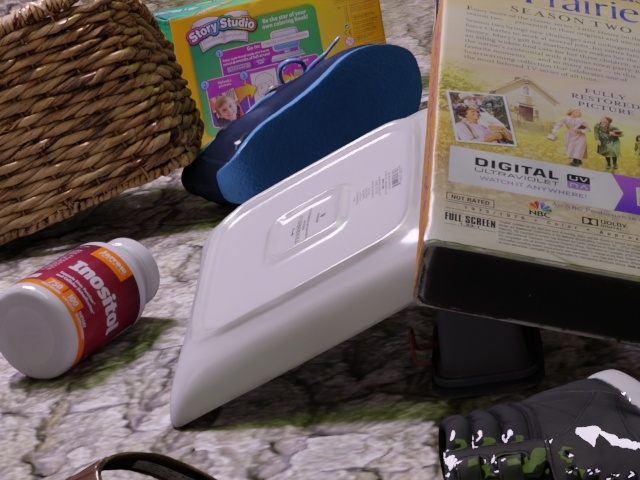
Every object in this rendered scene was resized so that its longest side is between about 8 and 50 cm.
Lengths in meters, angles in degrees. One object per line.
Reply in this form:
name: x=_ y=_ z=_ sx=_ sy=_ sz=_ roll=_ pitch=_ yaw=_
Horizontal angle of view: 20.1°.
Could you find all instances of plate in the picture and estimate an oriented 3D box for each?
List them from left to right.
plate: x=0.000 y=0.000 z=1.416 sx=0.278 sy=0.045 sz=0.277 roll=-28 pitch=23 yaw=18

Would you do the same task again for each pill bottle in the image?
pill bottle: x=-0.205 y=0.052 z=1.543 sx=0.086 sy=0.086 sz=0.152 roll=0 pitch=20 yaw=30

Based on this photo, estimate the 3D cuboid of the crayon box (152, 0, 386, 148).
crayon box: x=-0.057 y=-0.228 z=2.226 sx=0.278 sy=0.165 sz=0.081 roll=-16 pitch=18 yaw=-17

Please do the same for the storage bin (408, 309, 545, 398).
storage bin: x=0.113 y=0.050 z=1.355 sx=0.098 sy=0.091 sz=0.135 roll=-8 pitch=16 yaw=7

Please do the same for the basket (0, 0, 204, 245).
basket: x=-0.297 y=-0.147 z=1.912 sx=0.299 sy=0.223 sz=0.213 roll=-24 pitch=16 yaw=8

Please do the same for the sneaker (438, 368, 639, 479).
sneaker: x=0.156 y=0.151 z=0.996 sx=0.146 sy=0.105 sz=0.296 roll=-16 pitch=12 yaw=-13

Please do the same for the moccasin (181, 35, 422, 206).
moccasin: x=-0.023 y=-0.139 z=1.974 sx=0.116 sy=0.138 sz=0.342 roll=-1 pitch=18 yaw=42

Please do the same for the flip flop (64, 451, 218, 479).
flip flop: x=-0.103 y=0.171 z=1.106 sx=0.277 sy=0.080 sz=0.112 roll=3 pitch=21 yaw=37

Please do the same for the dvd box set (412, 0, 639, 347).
dvd box set: x=0.229 y=-0.079 z=1.356 sx=0.307 sy=0.062 sz=0.420 roll=10 pitch=38 yaw=-3
